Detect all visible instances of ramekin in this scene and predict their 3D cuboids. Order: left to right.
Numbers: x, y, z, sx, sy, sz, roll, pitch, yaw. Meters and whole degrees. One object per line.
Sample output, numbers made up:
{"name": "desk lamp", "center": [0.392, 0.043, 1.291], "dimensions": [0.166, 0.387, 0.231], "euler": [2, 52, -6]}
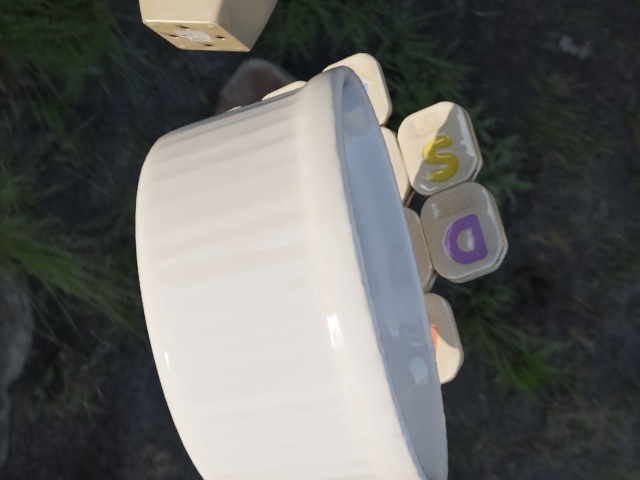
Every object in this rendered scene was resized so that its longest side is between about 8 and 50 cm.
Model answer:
{"name": "ramekin", "center": [-0.014, 0.038, 0.930], "dimensions": [0.135, 0.277, 0.277], "euler": [-12, 117, 10]}

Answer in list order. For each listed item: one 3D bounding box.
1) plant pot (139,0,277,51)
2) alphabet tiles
{"name": "plant pot", "center": [-0.098, -0.220, 1.266], "dimensions": [0.109, 0.109, 0.096], "euler": [28, 70, -65]}
{"name": "alphabet tiles", "center": [0.000, 0.000, 1.147], "dimensions": [0.284, 0.278, 0.021], "euler": [-21, 159, 20]}
